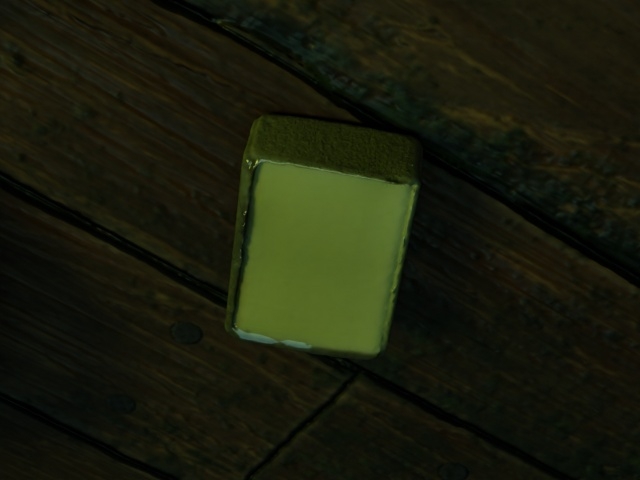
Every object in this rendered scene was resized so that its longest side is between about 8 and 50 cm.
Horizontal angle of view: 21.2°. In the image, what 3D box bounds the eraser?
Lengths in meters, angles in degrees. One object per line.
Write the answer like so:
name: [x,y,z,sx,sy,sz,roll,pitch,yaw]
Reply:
eraser: [0.000,0.000,1.162,0.117,0.058,0.172,8,132,-1]
